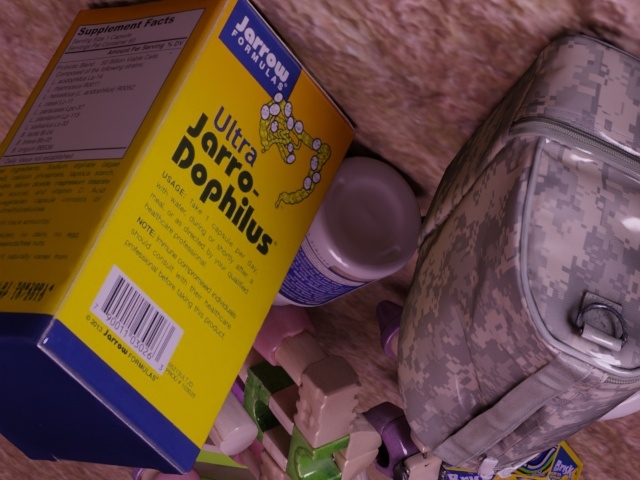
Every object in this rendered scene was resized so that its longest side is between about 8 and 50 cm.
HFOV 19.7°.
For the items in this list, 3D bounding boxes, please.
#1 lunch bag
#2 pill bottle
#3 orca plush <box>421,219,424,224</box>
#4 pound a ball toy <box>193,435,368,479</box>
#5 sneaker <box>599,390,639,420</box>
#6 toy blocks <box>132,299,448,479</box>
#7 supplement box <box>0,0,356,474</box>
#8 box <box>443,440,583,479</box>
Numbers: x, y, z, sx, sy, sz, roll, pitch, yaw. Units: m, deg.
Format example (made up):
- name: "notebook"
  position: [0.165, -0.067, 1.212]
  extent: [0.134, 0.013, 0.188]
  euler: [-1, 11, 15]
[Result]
- name: "lunch bag"
  position: [0.185, 0.032, 1.429]
  extent: [0.213, 0.256, 0.305]
  euler: [29, 153, -5]
- name: "pill bottle"
  position: [0.000, 0.000, 1.690]
  extent: [0.112, 0.112, 0.187]
  euler: [35, 151, -17]
- name: "orca plush"
  position: [0.165, 0.104, 1.742]
  extent: [0.151, 0.102, 0.287]
  euler: [9, 148, 30]
- name: "pound a ball toy"
  position: [-0.074, 0.223, 2.170]
  extent: [0.319, 0.136, 0.208]
  euler: [5, 121, 36]
- name: "sneaker"
  position: [0.206, 0.088, 1.624]
  extent: [0.256, 0.094, 0.151]
  euler: [-26, 125, 26]
- name: "toy blocks"
  position: [-0.049, 0.137, 1.883]
  extent: [0.260, 0.309, 0.288]
  euler: [51, 149, 34]
- name: "supplement box"
  position: [-0.156, -0.009, 1.535]
  extent: [0.194, 0.356, 0.195]
  euler: [0, 143, 42]
- name: "box"
  position: [0.197, 0.245, 2.021]
  extent: [0.169, 0.054, 0.059]
  euler: [0, 144, 40]
